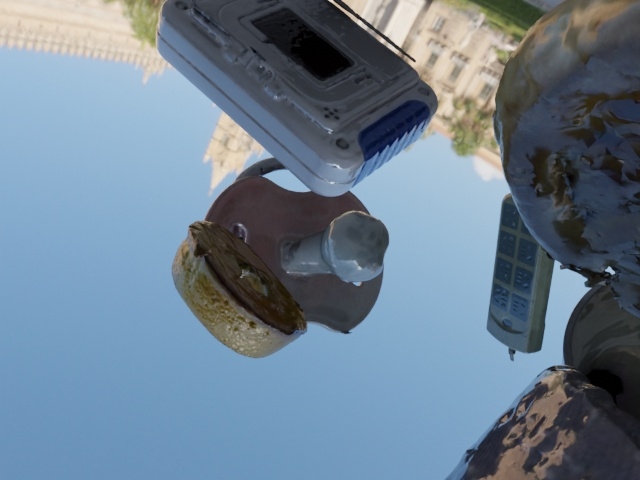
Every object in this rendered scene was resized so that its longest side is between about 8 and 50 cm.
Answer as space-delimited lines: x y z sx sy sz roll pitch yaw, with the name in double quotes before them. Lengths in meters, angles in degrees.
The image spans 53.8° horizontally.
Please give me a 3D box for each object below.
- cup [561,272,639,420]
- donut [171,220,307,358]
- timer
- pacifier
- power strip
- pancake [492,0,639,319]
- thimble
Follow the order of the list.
"cup" 0.408 0.235 0.819 0.237 0.322 0.327 42 169 34
"donut" -0.097 0.058 0.714 0.178 0.065 0.162 48 -168 21
"timer" -0.020 -0.171 0.618 0.253 0.078 0.178 42 -129 12
"pacifier" -0.017 0.020 0.922 0.331 0.221 0.273 3 -153 -37
"power strip" 0.246 0.046 0.777 0.029 0.227 0.080 -6 -162 -27
"pancake" 0.271 -0.012 0.375 0.382 0.071 0.382 31 162 12
"thimble" 0.178 0.209 0.409 0.205 0.172 0.236 43 -175 2
